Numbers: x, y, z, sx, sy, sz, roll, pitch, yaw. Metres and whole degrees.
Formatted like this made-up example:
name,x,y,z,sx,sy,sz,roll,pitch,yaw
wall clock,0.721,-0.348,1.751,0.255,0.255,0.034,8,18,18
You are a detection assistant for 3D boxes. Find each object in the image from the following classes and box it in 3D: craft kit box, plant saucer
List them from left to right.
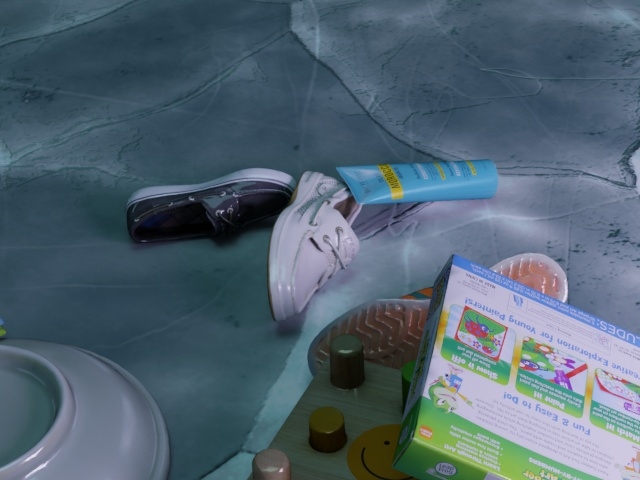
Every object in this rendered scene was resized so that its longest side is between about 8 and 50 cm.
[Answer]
name,x,y,z,sx,sy,sz,roll,pitch,yaw
plant saucer,-0.361,0.213,1.466,0.400,0.100,0.400,-2,36,2
craft kit box,0.210,0.158,1.339,0.250,0.061,0.246,24,42,-5

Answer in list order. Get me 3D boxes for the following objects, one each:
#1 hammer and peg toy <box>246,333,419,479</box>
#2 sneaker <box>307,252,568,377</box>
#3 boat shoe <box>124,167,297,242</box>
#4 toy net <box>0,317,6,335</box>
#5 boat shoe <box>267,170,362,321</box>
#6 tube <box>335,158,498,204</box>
name,x,y,z,sx,sy,sz,roll,pitch,yaw
hammer and peg toy,0.120,0.238,1.366,0.361,0.127,0.266,14,40,21
sneaker,0.135,0.102,1.584,0.302,0.121,0.108,-19,80,4
boat shoe,-0.141,-0.036,1.802,0.228,0.080,0.076,-4,43,1
toy net,-0.469,0.103,1.610,0.232,0.045,0.122,-7,6,44
boat shoe,0.000,0.000,1.722,0.096,0.098,0.277,4,36,11
tube,0.128,-0.076,1.817,0.207,0.052,0.080,-4,33,-21
